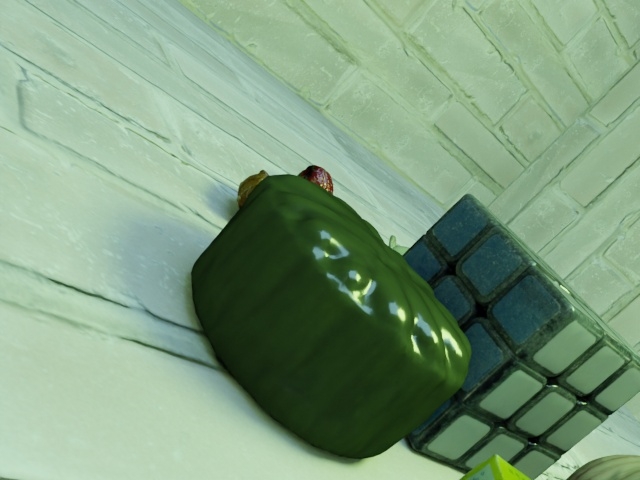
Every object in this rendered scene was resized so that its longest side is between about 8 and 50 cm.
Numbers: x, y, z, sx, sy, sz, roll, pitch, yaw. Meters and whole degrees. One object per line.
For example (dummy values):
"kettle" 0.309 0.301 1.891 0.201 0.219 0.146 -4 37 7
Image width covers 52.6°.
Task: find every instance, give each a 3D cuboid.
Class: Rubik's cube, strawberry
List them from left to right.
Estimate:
"strawberry" -0.012 -0.115 1.456 0.106 0.106 0.106 40 15 -13
"Rubik's cube" 0.277 0.166 1.040 0.303 0.301 0.305 33 19 -38

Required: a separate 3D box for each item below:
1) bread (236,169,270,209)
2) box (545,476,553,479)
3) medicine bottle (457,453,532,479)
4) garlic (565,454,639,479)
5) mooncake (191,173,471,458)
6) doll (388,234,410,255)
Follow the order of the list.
"bread" -0.101 -0.066 1.129 0.105 0.076 0.233 56 8 2
"box" 0.390 0.467 1.031 0.139 0.035 0.245 50 16 20
"medicine bottle" 0.187 0.348 0.628 0.137 0.141 0.250 45 15 -7
"garlic" 0.392 0.414 0.775 0.317 0.259 0.318 167 -90 -88
"mooncake" 0.023 0.082 0.821 0.356 0.194 0.356 40 16 -14
"doll" 0.207 0.095 1.455 0.155 0.113 0.275 43 5 -40
